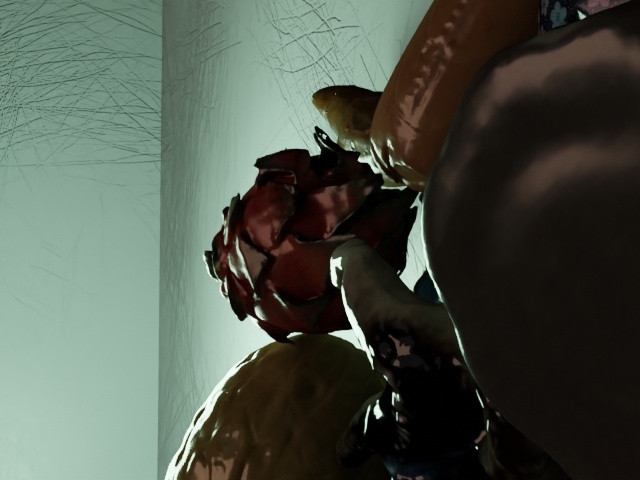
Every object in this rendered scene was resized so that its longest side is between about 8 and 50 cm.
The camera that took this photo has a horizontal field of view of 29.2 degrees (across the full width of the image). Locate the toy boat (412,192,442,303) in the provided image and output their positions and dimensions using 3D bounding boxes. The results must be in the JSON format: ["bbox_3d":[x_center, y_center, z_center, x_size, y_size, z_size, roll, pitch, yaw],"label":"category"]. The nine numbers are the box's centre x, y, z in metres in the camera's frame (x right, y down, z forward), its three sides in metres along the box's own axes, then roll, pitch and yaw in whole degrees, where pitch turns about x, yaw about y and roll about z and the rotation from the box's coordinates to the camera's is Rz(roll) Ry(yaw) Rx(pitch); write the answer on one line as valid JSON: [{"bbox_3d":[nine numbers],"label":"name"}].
[{"bbox_3d":[0.118,0.039,1.275,0.075,0.077,0.185,-172,87,-70],"label":"toy boat"}]

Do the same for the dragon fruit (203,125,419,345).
[{"bbox_3d":[0.000,0.000,1.296,0.274,0.193,0.192,-21,34,27],"label":"dragon fruit"}]

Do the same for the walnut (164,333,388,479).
[{"bbox_3d":[-0.025,0.258,1.353,0.252,0.277,0.313,-11,34,44],"label":"walnut"}]

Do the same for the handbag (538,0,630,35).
[{"bbox_3d":[0.246,-0.143,0.854,0.208,0.126,0.229,18,111,56],"label":"handbag"}]

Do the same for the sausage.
[{"bbox_3d":[0.148,-0.174,1.039,0.304,0.121,0.121,-60,23,6],"label":"sausage"}]

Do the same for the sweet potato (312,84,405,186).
[{"bbox_3d":[0.071,-0.115,1.404,0.359,0.112,0.112,-139,55,-72],"label":"sweet potato"}]

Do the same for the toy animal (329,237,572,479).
[{"bbox_3d":[0.117,0.166,1.048,0.303,0.194,0.344,-114,15,-53],"label":"toy animal"}]

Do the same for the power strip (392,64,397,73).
[{"bbox_3d":[0.150,-0.105,1.190,0.288,0.093,0.053,-121,43,-61],"label":"power strip"}]

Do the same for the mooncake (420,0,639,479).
[{"bbox_3d":[0.213,0.005,0.728,0.306,0.154,0.306,19,120,36],"label":"mooncake"}]
